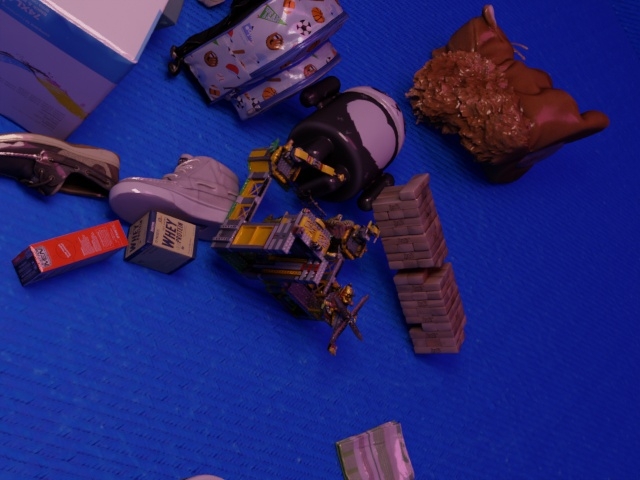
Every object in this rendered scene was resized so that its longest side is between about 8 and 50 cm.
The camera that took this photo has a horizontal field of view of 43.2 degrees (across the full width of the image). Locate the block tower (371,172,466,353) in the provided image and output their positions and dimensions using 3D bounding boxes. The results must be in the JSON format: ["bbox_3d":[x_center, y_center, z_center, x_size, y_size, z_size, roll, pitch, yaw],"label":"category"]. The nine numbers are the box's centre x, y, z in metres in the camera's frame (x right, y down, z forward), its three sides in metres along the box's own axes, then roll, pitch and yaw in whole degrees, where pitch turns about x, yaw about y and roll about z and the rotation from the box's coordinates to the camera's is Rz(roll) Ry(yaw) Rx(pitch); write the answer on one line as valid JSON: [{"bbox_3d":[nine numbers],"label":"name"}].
[{"bbox_3d":[0.188,0.048,1.514,0.091,0.097,0.336,-49,128,-54],"label":"block tower"}]

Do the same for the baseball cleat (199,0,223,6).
[{"bbox_3d":[-0.237,-0.473,1.466,0.205,0.109,0.072,-12,39,-18],"label":"baseball cleat"}]

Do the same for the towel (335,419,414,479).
[{"bbox_3d":[0.098,0.385,1.408,0.152,0.023,0.113,-7,75,-43],"label":"towel"}]

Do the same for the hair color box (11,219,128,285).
[{"bbox_3d":[-0.352,0.017,1.144,0.141,0.072,0.043,-22,87,-45],"label":"hair color box"}]

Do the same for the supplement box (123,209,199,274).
[{"bbox_3d":[-0.243,0.004,1.236,0.083,0.083,0.056,21,58,-32],"label":"supplement box"}]

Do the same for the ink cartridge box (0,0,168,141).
[{"bbox_3d":[-0.366,-0.304,1.137,0.197,0.270,0.198,33,52,-24],"label":"ink cartridge box"}]

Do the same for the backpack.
[{"bbox_3d":[-0.084,-0.351,1.411,0.213,0.263,0.276,48,46,-15],"label":"backpack"}]

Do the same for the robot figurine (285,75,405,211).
[{"bbox_3d":[0.048,-0.179,1.509,0.173,0.209,0.278,23,42,23],"label":"robot figurine"}]

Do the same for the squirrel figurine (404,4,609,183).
[{"bbox_3d":[0.385,-0.346,1.826,0.397,0.281,0.371,-9,71,-46],"label":"squirrel figurine"}]

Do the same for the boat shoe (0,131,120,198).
[{"bbox_3d":[-0.386,-0.101,1.161,0.223,0.080,0.073,4,64,-45],"label":"boat shoe"}]

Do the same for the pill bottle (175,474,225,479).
[{"bbox_3d":[-0.194,0.369,1.028,0.119,0.208,0.119,18,61,-35],"label":"pill bottle"}]

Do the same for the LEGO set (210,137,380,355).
[{"bbox_3d":[0.000,0.000,1.311,0.255,0.192,0.331,-57,130,-30],"label":"LEGO set"}]

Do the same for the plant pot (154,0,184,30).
[{"bbox_3d":[-0.311,-0.461,1.304,0.165,0.165,0.234,29,53,-69],"label":"plant pot"}]

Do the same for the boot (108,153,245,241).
[{"bbox_3d":[-0.227,-0.082,1.291,0.258,0.095,0.123,20,52,-48],"label":"boot"}]
